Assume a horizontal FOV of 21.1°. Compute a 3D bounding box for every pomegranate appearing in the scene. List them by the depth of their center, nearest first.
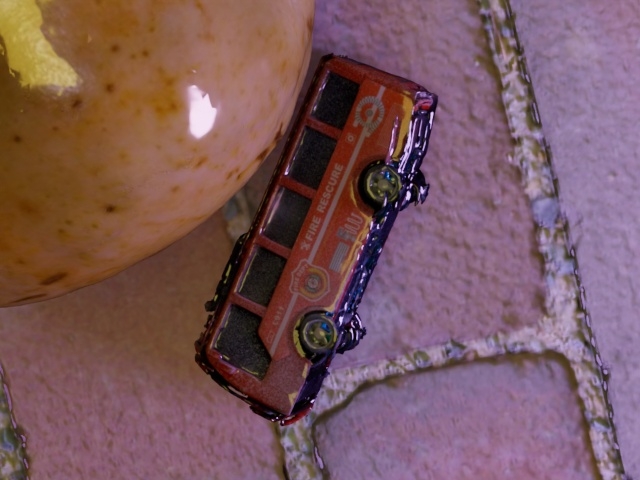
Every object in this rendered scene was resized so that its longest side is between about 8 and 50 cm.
[{"bbox_3d":[-0.166,-0.126,1.008,0.333,0.332,0.332,1,96,11],"label":"pomegranate"}]

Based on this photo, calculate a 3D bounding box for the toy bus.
[{"bbox_3d":[0.000,0.000,1.106,0.096,0.073,0.234,28,100,16],"label":"toy bus"}]
